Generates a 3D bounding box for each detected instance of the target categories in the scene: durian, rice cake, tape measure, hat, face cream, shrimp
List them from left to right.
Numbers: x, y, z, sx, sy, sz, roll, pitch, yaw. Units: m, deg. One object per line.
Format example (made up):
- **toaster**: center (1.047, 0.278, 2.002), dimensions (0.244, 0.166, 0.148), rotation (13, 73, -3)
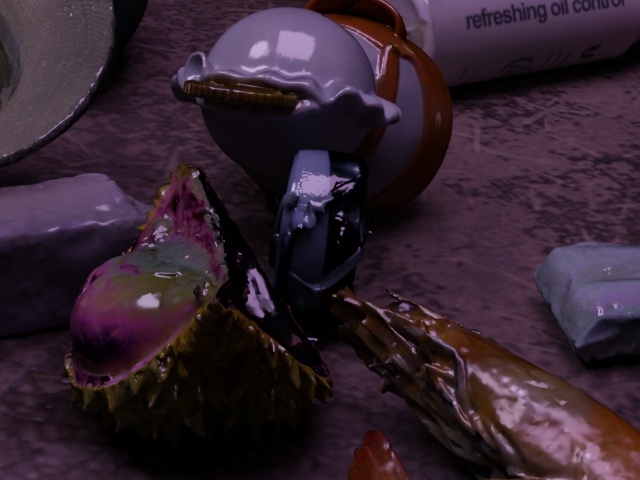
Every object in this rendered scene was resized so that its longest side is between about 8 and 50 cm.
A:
- **rice cake**: center (-0.261, 0.026, 0.847), dimensions (0.399, 0.070, 0.064), rotation (-9, 35, -29)
- **hat**: center (-0.248, -0.088, 0.994), dimensions (0.257, 0.130, 0.257), rotation (6, 49, -6)
- **durian**: center (-0.067, 0.053, 0.834), dimensions (0.108, 0.119, 0.187), rotation (-34, 26, 4)
- **tape measure**: center (0.000, -0.002, 0.928), dimensions (0.054, 0.094, 0.091), rotation (8, 27, 0)
- **shrimp**: center (0.074, 0.102, 0.774), dimensions (0.150, 0.068, 0.249), rotation (-14, 38, -26)
- **face cream**: center (0.178, -0.176, 1.325), dimensions (0.311, 0.092, 0.092), rotation (-12, 32, -34)
- **rice cake**: center (0.237, 0.033, 0.968), dimensions (0.226, 0.040, 0.085), rotation (0, 27, -13)

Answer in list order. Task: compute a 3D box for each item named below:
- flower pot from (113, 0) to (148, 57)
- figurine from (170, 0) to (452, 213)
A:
- **flower pot**: center (-0.214, -0.206, 1.228), dimensions (0.189, 0.157, 0.243), rotation (-2, 25, -12)
- **figurine**: center (-0.007, -0.073, 1.018), dimensions (0.143, 0.143, 0.271), rotation (15, 19, 18)
